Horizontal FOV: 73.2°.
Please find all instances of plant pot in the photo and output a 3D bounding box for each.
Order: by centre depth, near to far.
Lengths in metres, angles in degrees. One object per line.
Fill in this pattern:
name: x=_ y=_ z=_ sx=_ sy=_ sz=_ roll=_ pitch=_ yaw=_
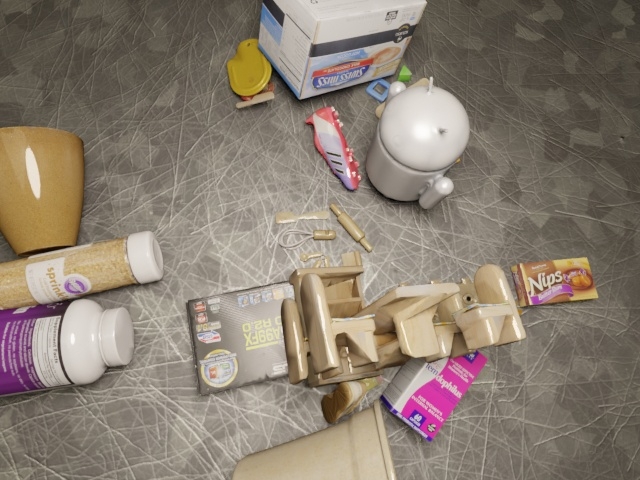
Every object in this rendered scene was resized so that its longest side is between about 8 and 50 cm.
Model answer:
plant pot: x=0.003 y=0.509 z=0.830 sx=0.305 sy=0.334 sz=0.334 roll=-13 pitch=75 yaw=4
plant pot: x=-0.656 y=-0.098 z=1.000 sx=0.237 sy=0.237 sz=0.255 roll=-14 pitch=88 yaw=-8

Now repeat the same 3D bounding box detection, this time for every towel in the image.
towel: x=0.108 y=0.315 z=1.031 sx=0.060 sy=0.009 sz=0.083 roll=-27 pitch=77 yaw=-11

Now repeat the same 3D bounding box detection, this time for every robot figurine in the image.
robot figurine: x=0.221 y=-0.223 z=1.020 sx=0.199 sy=0.353 sz=0.300 roll=-22 pitch=77 yaw=-10

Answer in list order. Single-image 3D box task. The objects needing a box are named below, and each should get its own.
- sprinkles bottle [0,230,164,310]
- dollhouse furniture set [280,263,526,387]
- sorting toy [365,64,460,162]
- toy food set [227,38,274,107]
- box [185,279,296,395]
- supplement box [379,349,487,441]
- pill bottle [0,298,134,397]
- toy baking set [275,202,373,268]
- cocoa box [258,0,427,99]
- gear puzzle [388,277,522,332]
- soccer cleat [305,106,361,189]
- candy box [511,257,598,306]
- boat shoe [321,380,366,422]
sprinkles bottle: x=-0.555 y=0.071 z=0.994 sx=0.355 sy=0.121 sz=0.121 roll=-13 pitch=75 yaw=-8
dollhouse furniture set: x=0.093 y=0.124 z=0.843 sx=0.361 sy=0.394 sz=0.257 roll=-2 pitch=67 yaw=-23
sorting toy: x=0.285 y=-0.361 z=1.227 sx=0.196 sy=0.047 sz=0.348 roll=-36 pitch=80 yaw=-13
toy food set: x=-0.185 y=-0.455 z=1.214 sx=0.128 sy=0.071 sz=0.218 roll=-17 pitch=72 yaw=16
box: x=-0.162 y=0.223 z=1.010 sx=0.269 sy=0.060 sz=0.216 roll=-10 pitch=73 yaw=-8
supplement box: x=0.251 y=0.312 z=0.969 sx=0.111 sy=0.114 sz=0.220 roll=38 pitch=82 yaw=0
pill bottle: x=-0.581 y=0.225 z=0.915 sx=0.322 sy=0.181 sz=0.182 roll=-7 pitch=74 yaw=-7
toy baking set: x=0.006 y=-0.003 z=1.107 sx=0.196 sy=0.030 sz=0.256 roll=-33 pitch=79 yaw=-13
cocoa box: x=0.046 y=-0.560 z=1.123 sx=0.347 sy=0.228 sz=0.231 roll=-25 pitch=68 yaw=-27
gear puzzle: x=0.334 y=0.183 z=1.071 sx=0.338 sy=0.044 sz=0.176 roll=-4 pitch=81 yaw=-5
soccer cleat: x=0.036 y=-0.242 z=1.166 sx=0.095 sy=0.083 sz=0.248 roll=-22 pitch=80 yaw=20
candy box: x=0.599 y=0.107 z=1.109 sx=0.186 sy=0.053 sz=0.109 roll=-4 pitch=74 yaw=-7
boat shoe: x=0.052 y=0.353 z=0.943 sx=0.059 sy=0.170 sz=0.063 roll=-5 pitch=58 yaw=-27
